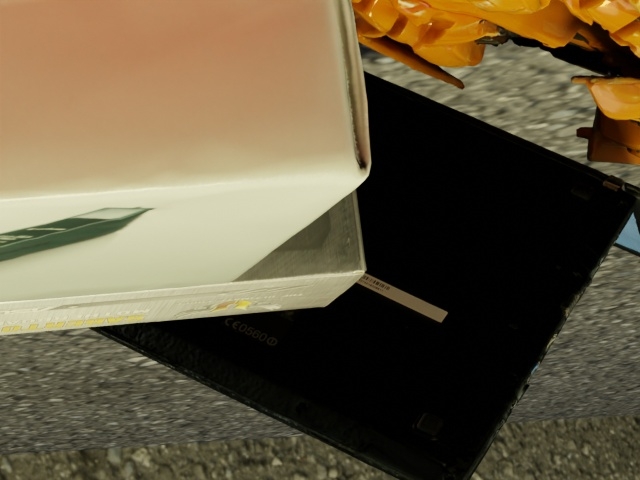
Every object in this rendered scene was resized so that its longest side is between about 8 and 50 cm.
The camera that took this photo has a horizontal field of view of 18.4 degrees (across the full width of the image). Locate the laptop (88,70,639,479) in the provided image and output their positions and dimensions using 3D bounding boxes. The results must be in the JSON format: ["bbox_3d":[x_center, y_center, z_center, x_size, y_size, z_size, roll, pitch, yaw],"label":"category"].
[{"bbox_3d":[0.000,0.000,0.813,0.234,0.264,0.136,24,139,16],"label":"laptop"}]

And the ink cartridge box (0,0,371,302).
[{"bbox_3d":[-0.121,-0.029,0.415,0.275,0.060,0.239,-4,170,-17],"label":"ink cartridge box"}]

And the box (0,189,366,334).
[{"bbox_3d":[-0.111,-0.063,0.587,0.231,0.183,0.056,-5,170,-14],"label":"box"}]

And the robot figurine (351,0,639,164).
[{"bbox_3d":[0.108,-0.086,0.746,0.211,0.085,0.291,6,171,44],"label":"robot figurine"}]
